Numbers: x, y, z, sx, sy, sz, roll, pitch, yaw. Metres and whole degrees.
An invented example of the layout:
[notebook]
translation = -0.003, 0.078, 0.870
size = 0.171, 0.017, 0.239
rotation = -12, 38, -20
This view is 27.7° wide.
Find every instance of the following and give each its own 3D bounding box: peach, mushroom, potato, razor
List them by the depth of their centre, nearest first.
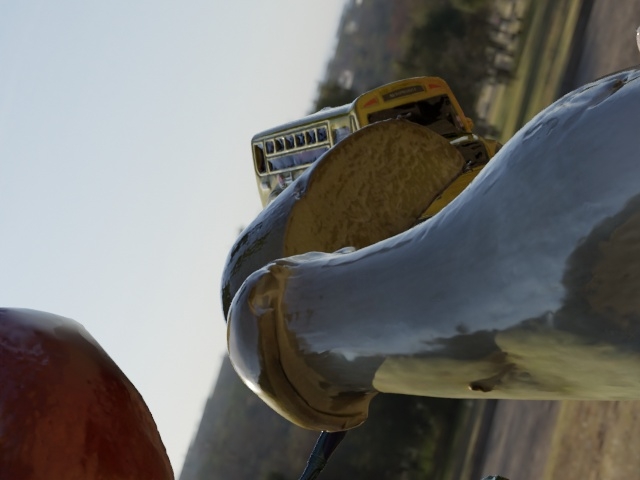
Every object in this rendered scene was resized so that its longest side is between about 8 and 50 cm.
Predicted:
[mushroom]
translation = 0.075, 0.004, 0.409
size = 0.225, 0.116, 0.093
rotation = -22, 48, 39
[potato]
translation = 0.000, 0.000, 1.009
size = 0.243, 0.098, 0.138
rotation = -47, 6, -38
[peach]
translation = -0.257, 0.226, 1.104
size = 0.281, 0.281, 0.338
rotation = 101, 146, -65
[razor]
translation = -0.014, 0.201, 1.122
size = 0.154, 0.028, 0.044
rotation = -51, -52, -15

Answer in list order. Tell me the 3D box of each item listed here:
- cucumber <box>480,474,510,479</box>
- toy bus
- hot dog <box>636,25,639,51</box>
[cucumber]
translation = 0.245, 0.314, 1.373
size = 0.058, 0.187, 0.058
rotation = -56, 2, 3
[toy bus]
translation = 0.053, -0.076, 1.329
size = 0.331, 0.145, 0.151
rotation = -7, 99, 62
[hot dog]
translation = 0.338, -0.196, 1.198
size = 0.090, 0.060, 0.140
rotation = -40, -7, 30
